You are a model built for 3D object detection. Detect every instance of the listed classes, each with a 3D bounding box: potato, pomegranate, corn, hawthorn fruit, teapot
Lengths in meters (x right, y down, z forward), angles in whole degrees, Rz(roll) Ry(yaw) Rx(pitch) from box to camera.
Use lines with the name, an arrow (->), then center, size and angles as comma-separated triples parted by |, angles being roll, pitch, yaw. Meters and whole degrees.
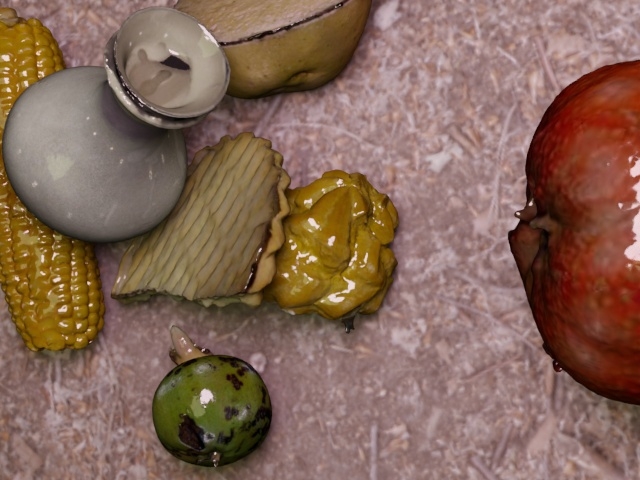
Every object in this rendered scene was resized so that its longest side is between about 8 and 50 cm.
potato -> -0.033, -0.197, 1.266 | 0.202, 0.182, 0.117 | -16, 123, 8
pomegranate -> -0.113, 0.153, 1.309 | 0.122, 0.122, 0.161 | -39, 52, 16
corn -> -0.299, -0.062, 1.366 | 0.120, 0.120, 0.363 | -13, 87, 20
hawthorn fruit -> 0.336, -0.007, 1.065 | 0.369, 0.285, 0.284 | 0, 91, 11
teapot -> -0.183, -0.109, 1.219 | 0.251, 0.183, 0.183 | -36, 76, 55

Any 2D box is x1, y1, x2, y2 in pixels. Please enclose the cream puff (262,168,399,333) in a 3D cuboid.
cream puff -> 0.001, -0.001, 1.255 | 0.156, 0.121, 0.156 | -2, 85, 24

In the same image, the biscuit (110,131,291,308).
biscuit -> -0.103, -0.019, 1.274 | 0.273, 0.036, 0.187 | 1, 67, 56
